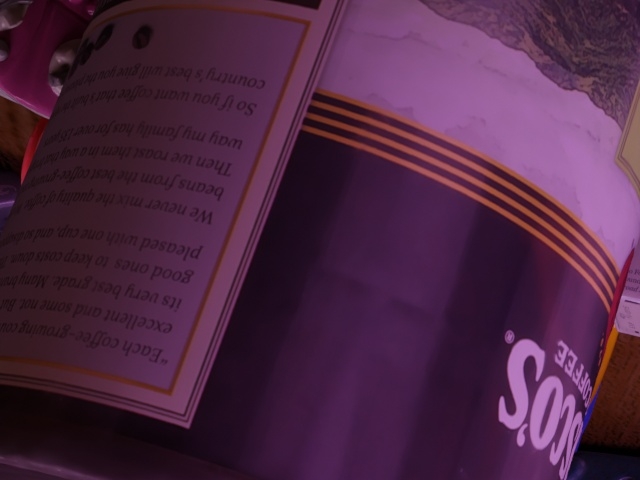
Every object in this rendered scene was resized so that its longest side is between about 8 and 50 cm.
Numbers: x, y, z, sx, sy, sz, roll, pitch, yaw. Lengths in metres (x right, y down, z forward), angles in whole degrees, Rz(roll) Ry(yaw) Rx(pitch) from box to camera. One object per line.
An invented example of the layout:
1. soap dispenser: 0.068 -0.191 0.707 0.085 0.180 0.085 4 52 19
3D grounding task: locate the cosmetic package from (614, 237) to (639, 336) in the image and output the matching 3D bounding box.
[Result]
1. cosmetic package: 0.156 -0.016 0.760 0.060 0.115 0.041 12 159 20

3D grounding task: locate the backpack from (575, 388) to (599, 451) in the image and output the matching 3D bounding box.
1. backpack: 0.084 0.092 1.167 0.120 0.101 0.098 5 150 46

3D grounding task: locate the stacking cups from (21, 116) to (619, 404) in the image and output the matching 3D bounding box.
1. stacking cups: 0.000 0.000 1.019 0.316 0.096 0.096 17 162 18

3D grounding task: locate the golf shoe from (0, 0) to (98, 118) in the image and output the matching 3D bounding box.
1. golf shoe: -0.165 -0.141 0.777 0.306 0.115 0.140 36 167 -25

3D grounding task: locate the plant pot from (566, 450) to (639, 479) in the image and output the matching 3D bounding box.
1. plant pot: 0.241 0.277 1.335 0.248 0.247 0.252 1 136 45

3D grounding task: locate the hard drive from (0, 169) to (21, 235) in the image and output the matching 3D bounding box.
1. hard drive: -0.294 0.042 1.234 0.255 0.054 0.172 -16 141 -9

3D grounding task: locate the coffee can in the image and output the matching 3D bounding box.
1. coffee can: 0.007 -0.018 0.651 0.202 0.275 0.201 17 162 6
